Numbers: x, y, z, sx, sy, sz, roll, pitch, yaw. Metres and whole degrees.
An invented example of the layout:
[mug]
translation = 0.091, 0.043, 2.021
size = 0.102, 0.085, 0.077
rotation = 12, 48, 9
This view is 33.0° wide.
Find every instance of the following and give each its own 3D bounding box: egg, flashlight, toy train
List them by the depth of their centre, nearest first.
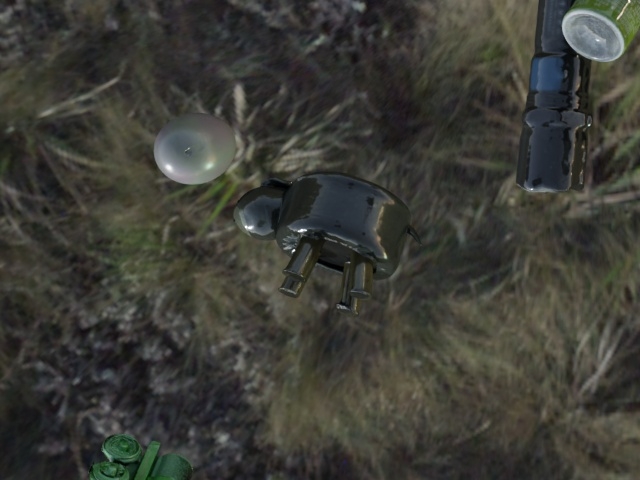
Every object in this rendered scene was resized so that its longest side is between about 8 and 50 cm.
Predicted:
[toy train]
translation = -0.209, 0.306, 1.156
size = 0.119, 0.251, 0.085
rotation = 17, 120, 1
[flashlight]
translation = 0.346, -0.278, 1.552
size = 0.103, 0.103, 0.424
rotation = 5, 95, 12
[egg]
translation = -0.181, -0.134, 1.573
size = 0.103, 0.135, 0.103
rotation = 13, 112, 35

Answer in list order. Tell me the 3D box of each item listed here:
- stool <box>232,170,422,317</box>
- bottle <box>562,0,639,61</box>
[stool]
translation = 0.004, 0.004, 1.316
size = 0.228, 0.139, 0.153
rotation = 0, 153, 41
[bottle]
translation = 0.445, -0.387, 1.472
size = 0.093, 0.330, 0.093
rotation = 31, 156, 15
